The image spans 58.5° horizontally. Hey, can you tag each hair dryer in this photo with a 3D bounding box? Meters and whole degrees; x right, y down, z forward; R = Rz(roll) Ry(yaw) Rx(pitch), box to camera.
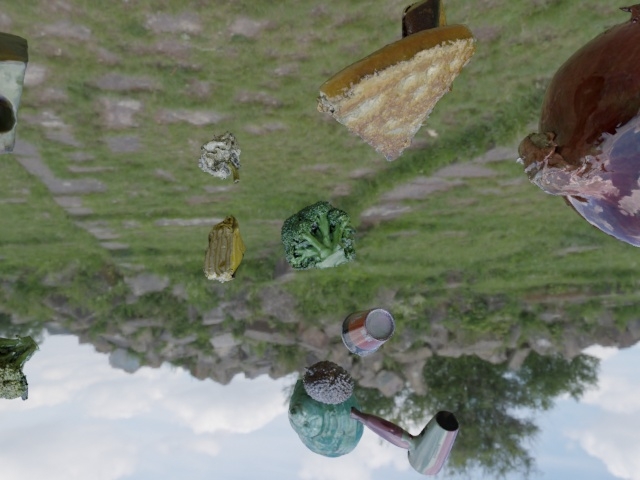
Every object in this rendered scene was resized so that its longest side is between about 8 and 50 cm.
[{"bbox_3d":[0.115,0.280,0.837,0.154,0.106,0.054,15,-146,7],"label":"hair dryer"}]

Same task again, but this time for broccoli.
[{"bbox_3d":[-0.547,0.212,0.982,0.120,0.131,0.130,-40,160,-28],"label":"broccoli"},{"bbox_3d":[0.000,0.000,1.345,0.195,0.156,0.195,-21,144,-17],"label":"broccoli"}]

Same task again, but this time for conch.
[{"bbox_3d":[-0.001,0.351,1.156,0.196,0.134,0.202,18,151,31],"label":"conch"}]

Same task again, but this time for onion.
[{"bbox_3d":[0.484,-0.167,0.829,0.354,0.353,0.353,-6,175,-1],"label":"onion"}]

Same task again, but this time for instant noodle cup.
[{"bbox_3d":[0.133,0.233,1.509,0.127,0.127,0.135,-5,163,-19],"label":"instant noodle cup"}]

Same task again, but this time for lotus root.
[{"bbox_3d":[-0.479,-0.205,0.744,0.210,0.141,0.314,-10,-153,-38],"label":"lotus root"}]

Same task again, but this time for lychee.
[{"bbox_3d":[0.010,0.210,0.855,0.068,0.083,0.067,-52,-174,23],"label":"lychee"}]

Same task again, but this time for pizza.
[{"bbox_3d":[0.081,-0.161,0.662,0.188,0.062,0.199,-22,156,-9],"label":"pizza"}]

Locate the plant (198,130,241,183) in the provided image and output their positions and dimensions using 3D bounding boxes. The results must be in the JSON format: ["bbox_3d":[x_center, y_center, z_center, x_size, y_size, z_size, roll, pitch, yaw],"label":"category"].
[{"bbox_3d":[-0.192,-0.167,1.203,0.117,0.122,0.104,-14,148,-56],"label":"plant"}]

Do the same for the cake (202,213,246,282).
[{"bbox_3d":[-0.217,0.039,1.301,0.080,0.184,0.116,-10,144,1],"label":"cake"}]

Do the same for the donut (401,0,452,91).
[{"bbox_3d":[0.153,-0.278,0.810,0.059,0.140,0.140,-7,175,22],"label":"donut"}]
